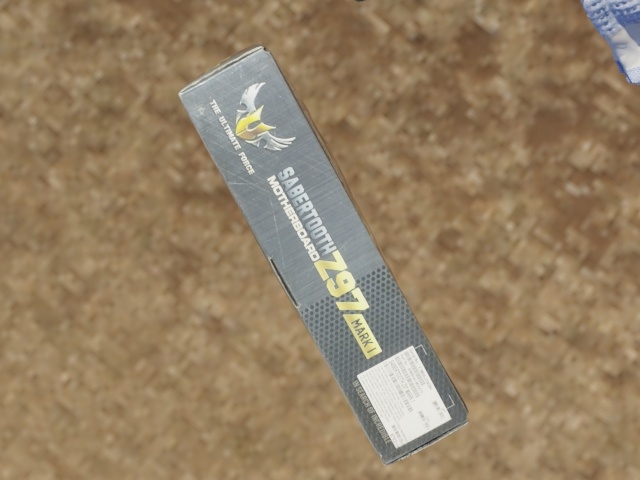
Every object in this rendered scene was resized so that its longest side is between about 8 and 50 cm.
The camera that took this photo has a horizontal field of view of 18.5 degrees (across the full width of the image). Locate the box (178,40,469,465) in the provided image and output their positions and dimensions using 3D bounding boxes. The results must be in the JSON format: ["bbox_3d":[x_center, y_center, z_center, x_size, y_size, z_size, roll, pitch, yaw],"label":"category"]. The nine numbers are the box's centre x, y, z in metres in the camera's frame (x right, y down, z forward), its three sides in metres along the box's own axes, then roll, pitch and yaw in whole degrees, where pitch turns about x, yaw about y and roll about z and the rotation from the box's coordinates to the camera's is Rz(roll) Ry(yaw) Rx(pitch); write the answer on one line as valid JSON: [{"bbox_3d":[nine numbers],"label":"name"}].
[{"bbox_3d":[0.000,0.000,1.118,0.233,0.059,0.183,62,180,-6],"label":"box"}]

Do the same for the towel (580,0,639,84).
[{"bbox_3d":[0.283,-0.214,1.478,0.209,0.034,0.285,-13,149,23],"label":"towel"}]
